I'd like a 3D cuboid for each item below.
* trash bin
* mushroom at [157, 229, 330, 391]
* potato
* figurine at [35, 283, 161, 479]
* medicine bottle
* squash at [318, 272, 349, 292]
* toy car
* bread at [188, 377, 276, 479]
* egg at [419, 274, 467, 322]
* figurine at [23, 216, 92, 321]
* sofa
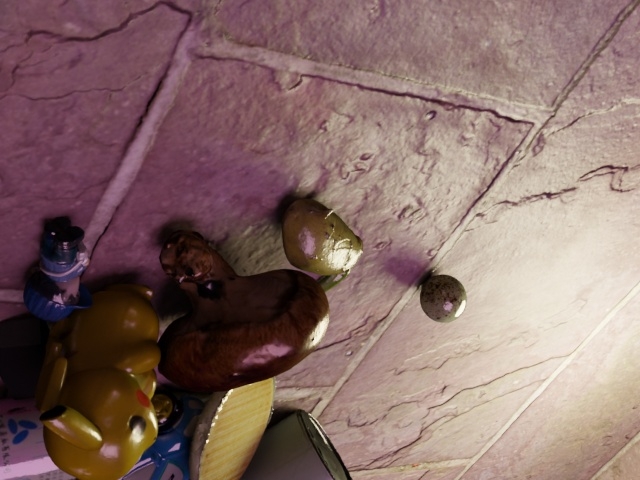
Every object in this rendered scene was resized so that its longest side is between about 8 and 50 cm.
[{"bbox_3d":[-0.089,0.484,1.979,0.262,0.217,0.277,-33,153,3],"label":"trash bin"},{"bbox_3d":[-0.114,0.105,1.523,0.267,0.267,0.254,-4,111,-32],"label":"mushroom"},{"bbox_3d":[0.000,0.000,1.565,0.188,0.085,0.105,22,90,-54],"label":"potato"},{"bbox_3d":[-0.306,0.206,1.405,0.169,0.326,0.218,2,135,-8],"label":"figurine"},{"bbox_3d":[-0.415,0.307,1.583,0.255,0.152,0.152,-5,138,-27],"label":"medicine bottle"},{"bbox_3d":[0.017,0.065,1.707,0.089,0.027,0.027,-42,143,19],"label":"squash"},{"bbox_3d":[-0.307,0.391,1.762,0.314,0.166,0.198,-25,148,-9],"label":"toy car"},{"bbox_3d":[-0.155,0.326,1.778,0.267,0.040,0.267,-51,152,-42],"label":"bread"},{"bbox_3d":[0.222,0.107,1.853,0.085,0.085,0.110,-27,160,-5],"label":"egg"},{"bbox_3d":[-0.350,0.045,1.375,0.087,0.086,0.149,-40,156,-45],"label":"figurine"},{"bbox_3d":[-0.429,0.169,1.500,0.085,0.060,0.147,-8,142,-1],"label":"sofa"}]
